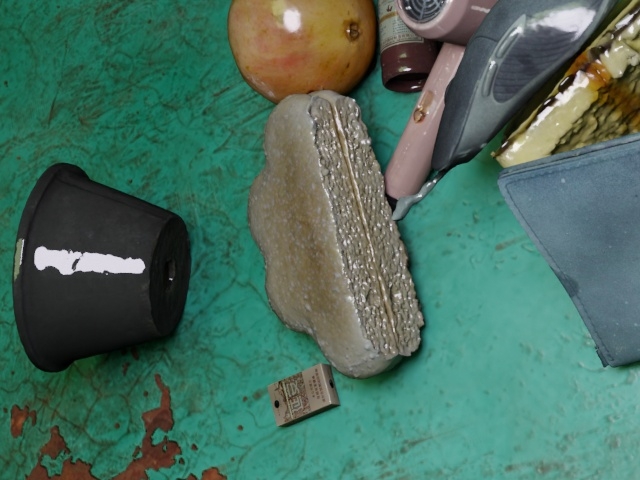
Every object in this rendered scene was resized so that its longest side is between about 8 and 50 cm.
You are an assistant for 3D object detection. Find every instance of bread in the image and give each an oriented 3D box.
[{"bbox_3d":[-0.002,0.000,1.534,0.183,0.102,0.337,-19,83,43],"label":"bread"},{"bbox_3d":[0.281,-0.171,1.331,0.263,0.236,0.198,-49,59,15],"label":"bread"}]

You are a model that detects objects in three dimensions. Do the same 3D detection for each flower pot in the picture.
[{"bbox_3d":[-0.263,0.038,1.666,0.166,0.269,0.269,2,80,11],"label":"flower pot"}]

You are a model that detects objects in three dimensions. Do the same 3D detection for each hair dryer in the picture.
[{"bbox_3d":[0.129,-0.160,1.483,0.107,0.189,0.344,42,118,39],"label":"hair dryer"}]

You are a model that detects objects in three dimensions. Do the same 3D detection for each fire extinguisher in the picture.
[{"bbox_3d":[0.111,-0.299,1.566,0.099,0.071,0.231,-17,70,49],"label":"fire extinguisher"}]

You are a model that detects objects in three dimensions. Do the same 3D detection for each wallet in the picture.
[{"bbox_3d":[0.335,0.009,1.245,0.251,0.290,0.054,-17,42,32],"label":"wallet"}]

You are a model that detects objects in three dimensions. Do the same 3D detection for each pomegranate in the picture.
[{"bbox_3d":[-0.026,-0.253,1.586,0.191,0.191,0.191,-8,76,32],"label":"pomegranate"}]

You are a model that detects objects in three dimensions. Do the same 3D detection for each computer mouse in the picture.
[{"bbox_3d":[0.176,-0.168,1.350,0.090,0.167,0.379,39,111,-1],"label":"computer mouse"}]

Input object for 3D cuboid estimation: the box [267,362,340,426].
[{"bbox_3d":[-0.020,0.186,1.581,0.083,0.024,0.053,-26,66,25],"label":"box"}]
